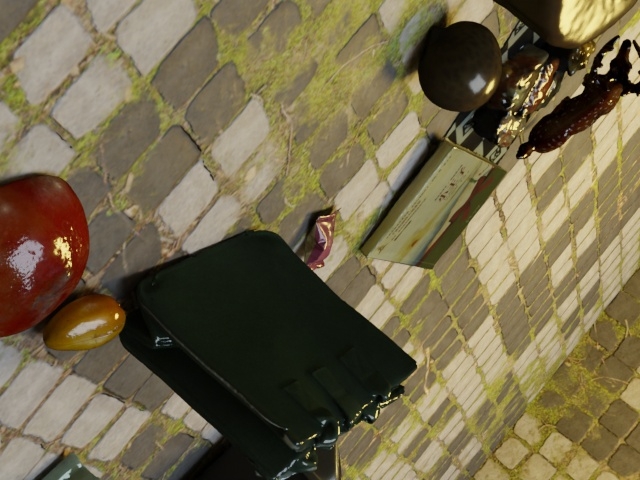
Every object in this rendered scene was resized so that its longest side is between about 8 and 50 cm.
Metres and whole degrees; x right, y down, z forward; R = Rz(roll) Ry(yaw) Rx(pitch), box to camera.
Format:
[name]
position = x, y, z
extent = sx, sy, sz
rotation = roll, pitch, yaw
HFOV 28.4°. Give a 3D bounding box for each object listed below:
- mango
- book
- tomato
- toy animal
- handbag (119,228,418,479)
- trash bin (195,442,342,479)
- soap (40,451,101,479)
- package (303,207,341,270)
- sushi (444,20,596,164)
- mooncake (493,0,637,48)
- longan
[mango]
position = -0.228, 0.082, 1.215
extent = 0.089, 0.046, 0.060
rotation = -25, 146, -42
[book]
position = 0.171, -0.046, 1.838
extent = 0.201, 0.026, 0.289
rotation = -52, 159, 12
[tomato]
position = -0.245, 0.023, 1.061
extent = 0.155, 0.069, 0.155
rotation = -44, 157, -23
[toy animal]
position = 0.397, -0.199, 1.856
extent = 0.243, 0.087, 0.260
rotation = -51, 176, 22
[handbag]
position = -0.051, 0.115, 1.334
extent = 0.247, 0.260, 0.079
rotation = -24, 149, -52
[trash bin]
position = -0.090, 0.379, 1.777
extent = 0.290, 0.182, 0.209
rotation = -40, 156, -17
[soap]
position = -0.322, 0.337, 1.392
extent = 0.198, 0.063, 0.114
rotation = -42, 157, -24
[package]
position = 0.000, 0.000, 1.573
extent = 0.059, 0.029, 0.083
rotation = -22, 134, -58
[sushi]
position = 0.321, -0.231, 1.825
extent = 0.294, 0.059, 0.292
rotation = -58, 158, 11
[mooncake]
position = 0.293, -0.374, 1.410
extent = 0.290, 0.161, 0.290
rotation = -41, 154, -24
[longan]
position = 0.165, -0.209, 1.505
extent = 0.113, 0.092, 0.113
rotation = -5, 108, -17
